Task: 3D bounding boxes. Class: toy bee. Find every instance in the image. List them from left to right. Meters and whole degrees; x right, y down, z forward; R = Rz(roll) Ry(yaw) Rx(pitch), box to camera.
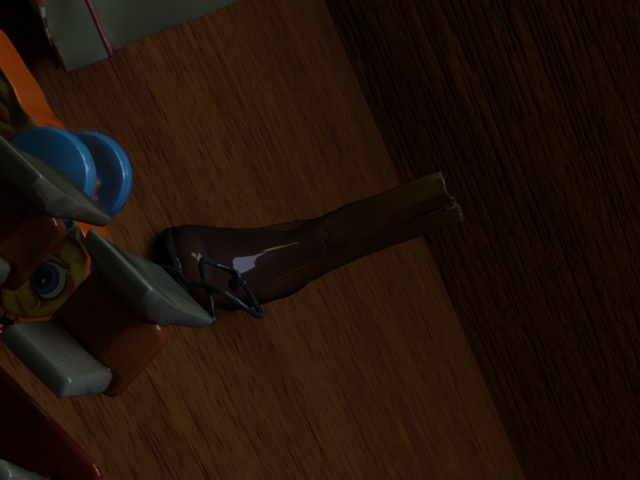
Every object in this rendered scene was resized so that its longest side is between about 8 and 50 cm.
[{"bbox_3d":[-0.209,-0.009,1.125,0.298,0.162,0.195,50,11,29],"label":"toy bee"}]

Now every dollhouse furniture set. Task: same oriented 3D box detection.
[{"bbox_3d":[-0.216,0.059,0.766,0.259,0.262,0.135,42,3,18],"label":"dollhouse furniture set"}]

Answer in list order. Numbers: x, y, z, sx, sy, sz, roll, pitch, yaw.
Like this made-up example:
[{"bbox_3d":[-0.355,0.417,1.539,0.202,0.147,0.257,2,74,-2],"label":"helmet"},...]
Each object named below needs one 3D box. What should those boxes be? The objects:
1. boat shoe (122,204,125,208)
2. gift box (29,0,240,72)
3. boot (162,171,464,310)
[{"bbox_3d":[-0.216,-0.043,1.324,0.153,0.048,0.056,-13,97,-70],"label":"boat shoe"},{"bbox_3d":[-0.169,-0.308,1.381,0.276,0.258,0.255,-63,133,-73],"label":"gift box"},{"bbox_3d":[0.000,0.000,1.597,0.264,0.280,0.096,36,37,-68],"label":"boot"}]
